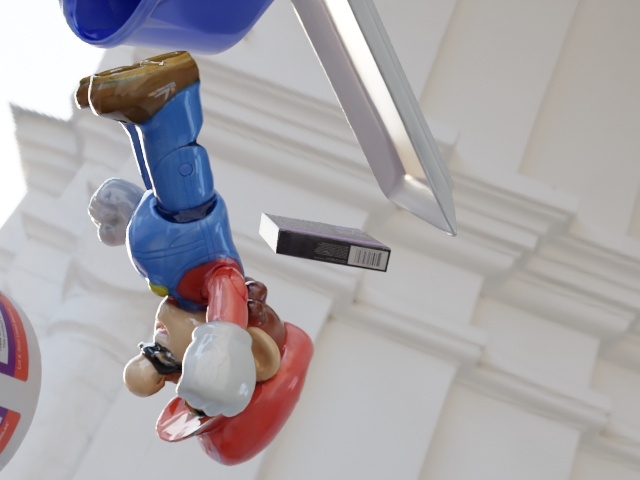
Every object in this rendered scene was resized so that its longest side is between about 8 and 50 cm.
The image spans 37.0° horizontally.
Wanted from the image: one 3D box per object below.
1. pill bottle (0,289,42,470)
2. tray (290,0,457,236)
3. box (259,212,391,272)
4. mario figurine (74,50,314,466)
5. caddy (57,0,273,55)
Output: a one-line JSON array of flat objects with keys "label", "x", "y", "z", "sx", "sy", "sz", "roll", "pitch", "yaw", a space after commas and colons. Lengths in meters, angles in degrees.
[{"label": "pill bottle", "x": -0.339, "y": 0.067, "z": 0.615, "sx": 0.181, "sy": 0.181, "sz": 0.323, "roll": 8, "pitch": -18, "yaw": 23}, {"label": "tray", "x": 0.041, "y": -0.135, "z": 0.802, "sx": 0.270, "sy": 0.030, "sz": 0.145, "roll": 62, "pitch": -11, "yaw": -24}, {"label": "box", "x": 0.000, "y": 0.000, "z": 1.015, "sx": 0.116, "sy": 0.029, "sz": 0.162, "roll": 10, "pitch": 7, "yaw": -10}, {"label": "mario figurine", "x": -0.121, "y": 0.030, "z": 0.725, "sx": 0.170, "sy": 0.198, "sz": 0.320, "roll": -12, "pitch": -77, "yaw": 18}, {"label": "caddy", "x": -0.139, "y": -0.324, "z": 0.883, "sx": 0.179, "sy": 0.241, "sz": 0.341, "roll": 3, "pitch": -34, "yaw": -40}]
